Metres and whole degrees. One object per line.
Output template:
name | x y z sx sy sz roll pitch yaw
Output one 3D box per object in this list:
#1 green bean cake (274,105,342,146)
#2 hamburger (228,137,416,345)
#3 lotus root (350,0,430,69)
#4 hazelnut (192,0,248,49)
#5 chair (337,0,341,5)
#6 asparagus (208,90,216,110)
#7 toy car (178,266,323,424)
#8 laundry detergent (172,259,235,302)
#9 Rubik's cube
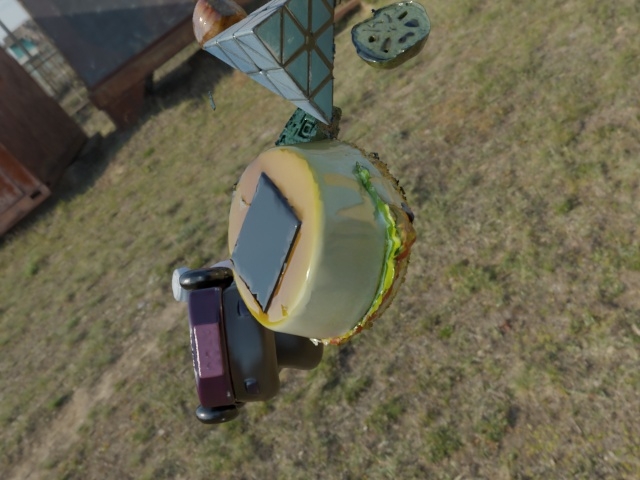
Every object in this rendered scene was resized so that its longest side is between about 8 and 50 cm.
green bean cake | -0.012 -0.272 1.828 0.193 0.107 0.208 30 87 51
hamburger | 0.000 0.000 0.952 0.294 0.179 0.276 48 126 43
lotus root | 0.169 -0.466 1.623 0.183 0.078 0.203 -15 51 11
hazelnut | -0.265 -0.568 1.825 0.150 0.150 0.150 -31 24 16
chair | 0.012 -0.660 1.445 0.272 0.166 0.188 104 -175 -64
asparagus | -0.315 -0.408 2.027 0.016 0.013 0.166 -29 32 3
toy car | -0.114 0.174 1.257 0.241 0.271 0.341 -7 -1 -2
laundry detergent | -0.177 0.096 1.644 0.159 0.335 0.087 -62 39 45
Rubik's cube | -0.074 -0.381 1.343 0.228 0.233 0.228 117 141 -49
